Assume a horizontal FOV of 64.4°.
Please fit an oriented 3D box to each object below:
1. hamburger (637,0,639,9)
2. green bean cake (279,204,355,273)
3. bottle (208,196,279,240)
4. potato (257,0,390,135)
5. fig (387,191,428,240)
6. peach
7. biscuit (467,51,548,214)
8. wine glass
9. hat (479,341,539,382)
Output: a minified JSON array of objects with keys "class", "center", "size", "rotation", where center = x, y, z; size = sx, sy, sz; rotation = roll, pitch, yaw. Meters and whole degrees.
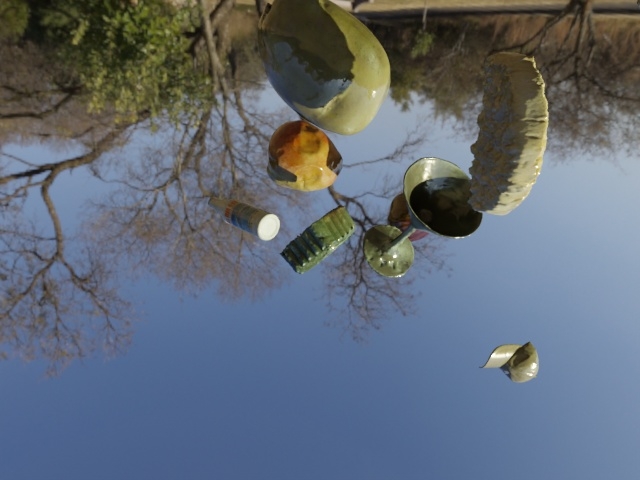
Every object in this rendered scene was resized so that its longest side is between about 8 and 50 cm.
[{"class":"hamburger","center":[0.849,-0.562,1.113],"size":[0.167,0.288,0.193],"rotation":[29,-120,-11]},{"class":"green bean cake","center":[0.000,0.000,1.405],"size":[0.094,0.181,0.173],"rotation":[52,-144,2]},{"class":"bottle","center":[-0.175,-0.057,1.101],"size":[0.060,0.060,0.217],"rotation":[-15,-153,-39]},{"class":"potato","center":[0.002,-0.391,1.132],"size":[0.326,0.243,0.221],"rotation":[36,-111,-8]},{"class":"fig","center":[0.432,-0.106,2.053],"size":[0.320,0.217,0.217],"rotation":[-7,-165,34]},{"class":"peach","center":[-0.048,-0.247,1.559],"size":[0.235,0.214,0.214],"rotation":[19,-155,-5]},{"class":"biscuit","center":[0.322,-0.163,0.857],"size":[0.084,0.282,0.179],"rotation":[-1,-155,-4]},{"class":"wine glass","center":[0.300,-0.047,1.623],"size":[0.266,0.406,0.268],"rotation":[7,-116,-15]},{"class":"hat","center":[0.654,0.442,1.756],"size":[0.173,0.166,0.144],"rotation":[-19,-124,-35]}]
